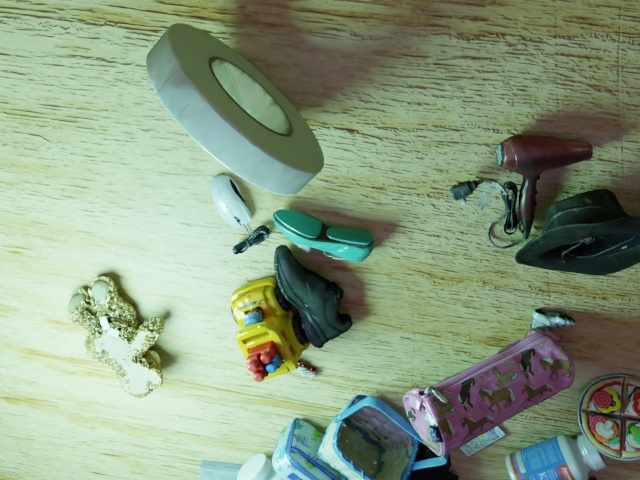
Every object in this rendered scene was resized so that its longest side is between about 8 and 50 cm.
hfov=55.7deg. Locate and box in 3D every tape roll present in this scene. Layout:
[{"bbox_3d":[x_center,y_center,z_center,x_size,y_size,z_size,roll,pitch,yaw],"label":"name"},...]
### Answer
[{"bbox_3d":[-0.153,-0.252,1.163,0.392,0.392,0.072,44,111,-11],"label":"tape roll"}]

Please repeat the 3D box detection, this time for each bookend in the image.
[{"bbox_3d":[0.318,0.626,1.637,0.156,0.072,0.157,25,113,-4],"label":"bookend"}]

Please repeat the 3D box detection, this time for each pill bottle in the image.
[{"bbox_3d":[0.601,0.570,1.546,0.222,0.124,0.124,-29,106,18],"label":"pill bottle"},{"bbox_3d":[-0.121,0.722,1.704,0.136,0.136,0.245,-32,104,19],"label":"pill bottle"}]

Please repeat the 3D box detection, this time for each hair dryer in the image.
[{"bbox_3d":[0.448,-0.130,1.317,0.294,0.080,0.224,-37,119,25],"label":"hair dryer"}]

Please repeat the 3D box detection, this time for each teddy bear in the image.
[{"bbox_3d":[-0.524,0.249,1.593,0.338,0.113,0.245,42,105,-2],"label":"teddy bear"}]

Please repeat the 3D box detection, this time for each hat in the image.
[{"bbox_3d":[0.574,-0.031,1.282,0.332,0.133,0.331,-1,158,0],"label":"hat"}]

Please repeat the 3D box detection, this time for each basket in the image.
[{"bbox_3d":[0.142,0.503,1.524,0.255,0.201,0.289,41,141,-10],"label":"basket"}]

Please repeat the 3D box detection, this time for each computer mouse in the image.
[{"bbox_3d":[-0.204,-0.063,1.438,0.106,0.042,0.192,-24,107,18],"label":"computer mouse"}]

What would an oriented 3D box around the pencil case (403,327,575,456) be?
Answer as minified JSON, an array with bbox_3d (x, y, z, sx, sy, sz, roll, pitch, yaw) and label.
[{"bbox_3d":[0.388,0.342,1.390,0.387,0.167,0.160,-23,69,-13],"label":"pencil case"}]

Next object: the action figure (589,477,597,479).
[{"bbox_3d":[0.605,0.705,1.581,0.285,0.185,0.099,-9,99,3],"label":"action figure"}]

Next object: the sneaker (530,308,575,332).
[{"bbox_3d":[0.552,0.205,1.449,0.098,0.038,0.069,13,116,13],"label":"sneaker"}]

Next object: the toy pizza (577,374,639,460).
[{"bbox_3d":[0.728,0.425,1.459,0.202,0.032,0.201,-3,77,12],"label":"toy pizza"}]

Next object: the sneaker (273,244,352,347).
[{"bbox_3d":[-0.018,0.121,1.469,0.130,0.109,0.286,-26,114,7],"label":"sneaker"}]

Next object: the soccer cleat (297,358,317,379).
[{"bbox_3d":[-0.049,0.337,1.592,0.083,0.029,0.035,29,109,-9],"label":"soccer cleat"}]

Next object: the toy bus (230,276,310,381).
[{"bbox_3d":[-0.139,0.230,1.462,0.150,0.211,0.220,-21,107,17],"label":"toy bus"}]

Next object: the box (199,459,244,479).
[{"bbox_3d":[-0.278,0.738,1.788,0.145,0.038,0.186,4,114,6],"label":"box"}]

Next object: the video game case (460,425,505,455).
[{"bbox_3d":[0.415,0.514,1.610,0.122,0.011,0.087,-39,102,20],"label":"video game case"}]

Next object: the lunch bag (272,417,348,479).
[{"bbox_3d":[-0.018,0.596,1.615,0.219,0.176,0.090,41,114,-9],"label":"lunch bag"}]

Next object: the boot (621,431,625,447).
[{"bbox_3d":[0.802,0.457,1.500,0.259,0.095,0.123,13,101,0],"label":"boot"}]

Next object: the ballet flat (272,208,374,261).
[{"bbox_3d":[0.000,0.000,1.418,0.248,0.083,0.087,15,128,4],"label":"ballet flat"}]
